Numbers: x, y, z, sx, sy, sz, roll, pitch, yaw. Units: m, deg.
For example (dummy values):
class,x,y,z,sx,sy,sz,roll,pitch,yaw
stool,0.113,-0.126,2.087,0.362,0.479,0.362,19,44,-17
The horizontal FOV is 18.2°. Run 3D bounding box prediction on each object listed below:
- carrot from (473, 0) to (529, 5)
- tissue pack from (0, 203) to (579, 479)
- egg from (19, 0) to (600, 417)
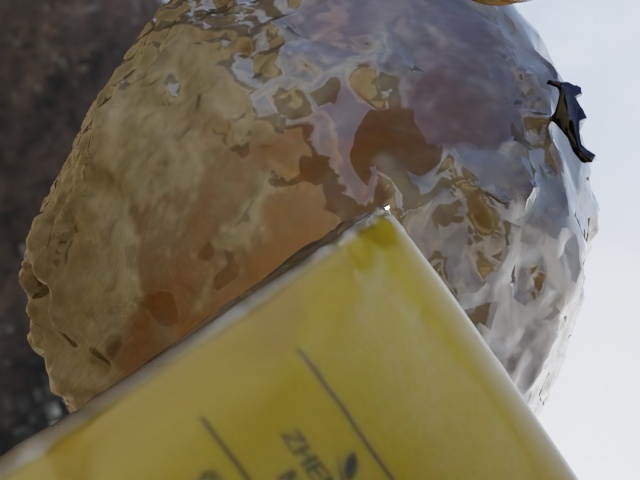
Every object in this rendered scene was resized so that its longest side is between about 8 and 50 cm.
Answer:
class,x,y,z,sx,sy,sz,roll,pitch,yaw
carrot,0.115,-0.112,0.559,0.254,0.049,0.049,-13,-84,55
tissue pack,-0.010,0.232,0.570,0.382,0.293,0.228,56,-32,0
egg,0.000,0.000,0.942,0.279,0.279,0.310,90,19,-52
